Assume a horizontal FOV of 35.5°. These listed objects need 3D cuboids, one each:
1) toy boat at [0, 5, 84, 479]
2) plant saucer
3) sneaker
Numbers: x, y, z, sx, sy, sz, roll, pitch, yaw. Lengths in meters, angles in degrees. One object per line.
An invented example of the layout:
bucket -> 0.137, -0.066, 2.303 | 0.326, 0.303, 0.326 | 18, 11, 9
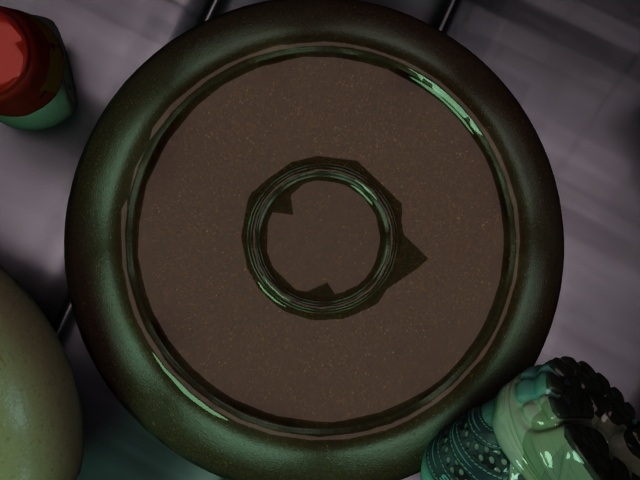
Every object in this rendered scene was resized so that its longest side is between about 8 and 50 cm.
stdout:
toy boat -> -0.224, 0.017, 0.546 | 0.267, 0.148, 0.318 | 29, 91, -8
plant saucer -> 0.000, 0.000, 0.599 | 0.311, 0.050, 0.310 | 0, 87, -4
sneaker -> 0.169, 0.189, 0.583 | 0.122, 0.110, 0.283 | -31, 106, 33
